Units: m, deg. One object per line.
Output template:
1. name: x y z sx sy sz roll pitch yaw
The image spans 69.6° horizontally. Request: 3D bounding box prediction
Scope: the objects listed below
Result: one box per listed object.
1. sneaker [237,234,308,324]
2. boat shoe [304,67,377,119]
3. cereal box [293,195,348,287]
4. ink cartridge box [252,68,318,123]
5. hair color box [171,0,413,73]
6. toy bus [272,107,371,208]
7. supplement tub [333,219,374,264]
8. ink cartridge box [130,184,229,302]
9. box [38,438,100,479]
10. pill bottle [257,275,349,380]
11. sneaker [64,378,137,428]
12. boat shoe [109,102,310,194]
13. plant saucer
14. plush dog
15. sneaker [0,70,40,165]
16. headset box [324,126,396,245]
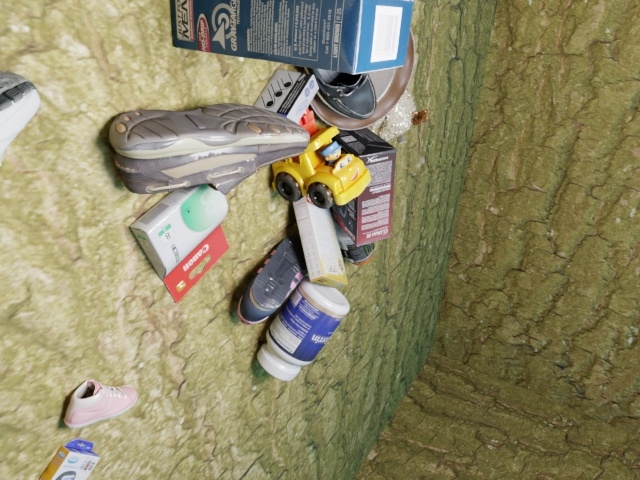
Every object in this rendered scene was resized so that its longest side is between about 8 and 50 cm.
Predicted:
1. sneaker: -0.114 0.094 1.187 0.131 0.112 0.319 -46 180 36
2. boat shoe: 0.046 -0.384 1.035 0.127 0.113 0.340 -42 133 0
3. cereal box: 0.000 0.000 1.231 0.173 0.048 0.240 25 48 -63
4. ink cartridge box: -0.095 -0.265 0.970 0.207 0.097 0.046 -62 151 -17
5. hair color box: -0.051 -0.344 0.729 0.174 0.348 0.105 -33 135 -51
6. toy bus: -0.013 -0.200 1.044 0.149 0.220 0.211 -42 135 -36
7. supplement tub: 0.109 -0.002 1.486 0.116 0.117 0.190 -60 150 -21
8. ink cartridge box: -0.248 0.001 0.907 0.181 0.056 0.224 -51 145 -33
9. box: -0.455 0.424 0.816 0.136 0.028 0.081 -59 150 -19
10. pill bottle: -0.052 0.240 1.250 0.264 0.153 0.153 -56 155 13
11. sneaker: -0.385 0.279 0.827 0.134 0.051 0.070 -8 118 -55
12. boat shoe: -0.184 -0.157 0.814 0.356 0.132 0.130 -11 134 -33
13. plant saucer: 0.093 -0.431 1.140 0.311 0.050 0.310 -16 130 -21
14. plush dog: 0.174 -0.410 1.308 0.225 0.211 0.262 49 61 -33
15. sneaker: -0.429 -0.073 0.505 0.297 0.111 0.129 -54 164 -23
16. headset box: 0.100 -0.144 1.257 0.110 0.218 0.293 -14 125 -17
